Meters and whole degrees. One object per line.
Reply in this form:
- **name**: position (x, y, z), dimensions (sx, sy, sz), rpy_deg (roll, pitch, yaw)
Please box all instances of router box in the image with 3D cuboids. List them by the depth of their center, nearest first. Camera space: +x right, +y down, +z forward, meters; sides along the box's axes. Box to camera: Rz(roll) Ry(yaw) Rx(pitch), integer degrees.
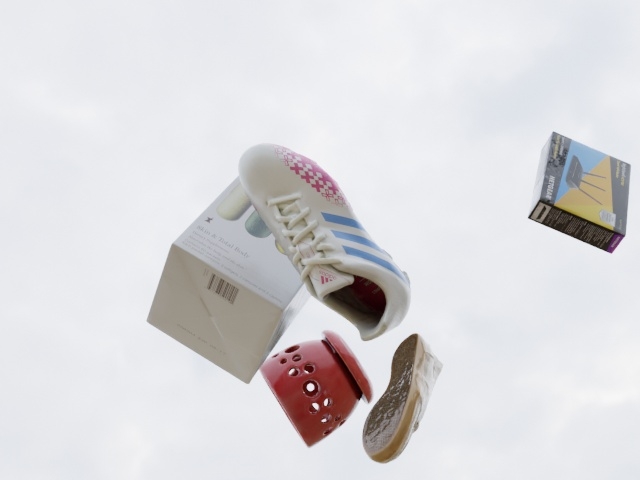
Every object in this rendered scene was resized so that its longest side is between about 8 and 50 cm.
- **router box**: position (0.385, -0.074, 1.346), dimensions (0.133, 0.179, 0.046), rpy_deg (23, -46, 1)

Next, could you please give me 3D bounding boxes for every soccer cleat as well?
- **soccer cleat**: position (0.000, 0.000, 1.274), dimensions (0.331, 0.143, 0.116), rpy_deg (46, -59, -2)

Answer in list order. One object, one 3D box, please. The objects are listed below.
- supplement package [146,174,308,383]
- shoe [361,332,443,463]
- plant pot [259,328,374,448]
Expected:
- **supplement package**: position (-0.114, 0.046, 1.482), dimensions (0.199, 0.262, 0.198), rpy_deg (31, -48, 6)
- **shoe**: position (0.108, 0.196, 1.109), dimensions (0.058, 0.219, 0.077), rpy_deg (46, -56, -12)
- **plant pot**: position (-0.005, 0.277, 1.762), dimensions (0.174, 0.191, 0.191), rpy_deg (-33, -45, -7)
